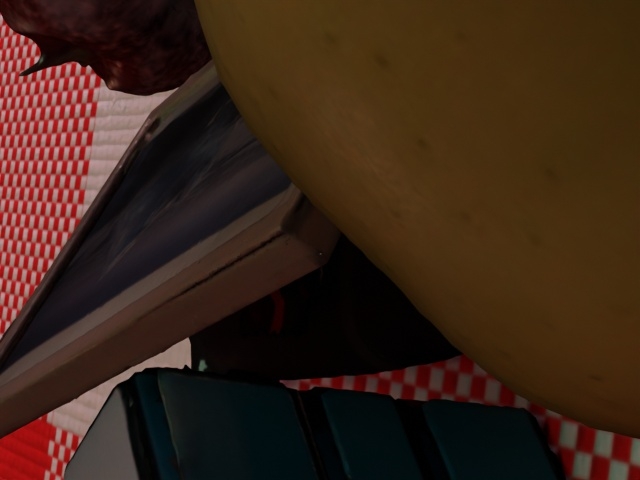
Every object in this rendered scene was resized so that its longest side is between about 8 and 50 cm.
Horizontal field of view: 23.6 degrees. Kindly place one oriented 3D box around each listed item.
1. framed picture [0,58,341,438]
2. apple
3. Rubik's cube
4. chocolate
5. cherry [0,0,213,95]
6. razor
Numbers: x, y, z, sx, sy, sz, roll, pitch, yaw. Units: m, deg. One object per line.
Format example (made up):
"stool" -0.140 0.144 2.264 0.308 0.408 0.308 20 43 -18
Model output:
"framed picture" -0.067 -0.047 0.925 0.446 0.028 0.326 -30 27 51
"apple" 0.161 -0.149 0.530 0.473 0.473 0.474 -22 63 56
"Rubik's cube" -0.012 0.267 0.858 0.293 0.283 0.288 -59 36 34
"chocolate" -0.024 -0.027 0.979 0.086 0.028 0.183 -4 79 57
"cherry" -0.156 -0.256 1.295 0.300 0.230 0.203 -60 33 1
"razor" -0.001 0.000 1.073 0.349 0.113 0.204 -18 69 57
